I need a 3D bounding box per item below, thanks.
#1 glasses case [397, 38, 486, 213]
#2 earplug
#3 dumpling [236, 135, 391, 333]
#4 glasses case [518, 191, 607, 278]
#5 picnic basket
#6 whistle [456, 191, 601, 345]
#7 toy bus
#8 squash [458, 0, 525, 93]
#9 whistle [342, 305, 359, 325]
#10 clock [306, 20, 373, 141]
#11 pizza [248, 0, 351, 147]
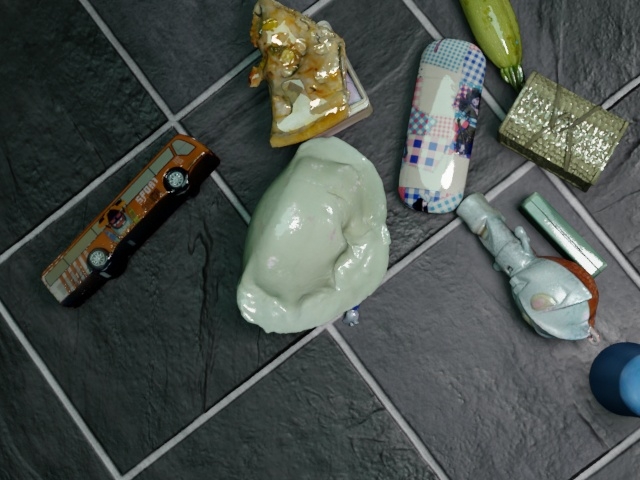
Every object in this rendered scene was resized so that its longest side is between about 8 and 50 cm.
[{"bbox_3d":[0.224,-0.212,1.806,0.125,0.076,0.328,10,86,6],"label":"glasses case"},{"bbox_3d":[0.534,0.236,1.620,0.132,0.273,0.132,-1,85,7],"label":"earplug"},{"bbox_3d":[-0.023,-0.018,1.771,0.212,0.270,0.321,47,119,42],"label":"dumpling"},{"bbox_3d":[0.434,-0.007,1.755,0.039,0.078,0.184,-43,81,2],"label":"glasses case"},{"bbox_3d":[0.429,-0.195,1.736,0.196,0.154,0.134,32,89,10],"label":"picnic basket"},{"bbox_3d":[0.376,0.054,1.738,0.133,0.142,0.346,-37,69,-5],"label":"whistle"},{"bbox_3d":[-0.361,-0.037,1.868,0.409,0.093,0.092,-45,73,2],"label":"toy bus"},{"bbox_3d":[0.308,-0.427,1.795,0.094,0.094,0.341,-18,77,6],"label":"squash"},{"bbox_3d":[0.059,0.118,1.825,0.033,0.029,0.083,6,93,29],"label":"whistle"},{"bbox_3d":[-0.005,-0.297,1.850,0.147,0.071,0.192,-27,82,6],"label":"clock"},{"bbox_3d":[-0.046,-0.326,1.787,0.189,0.071,0.297,-13,77,11],"label":"pizza"}]
